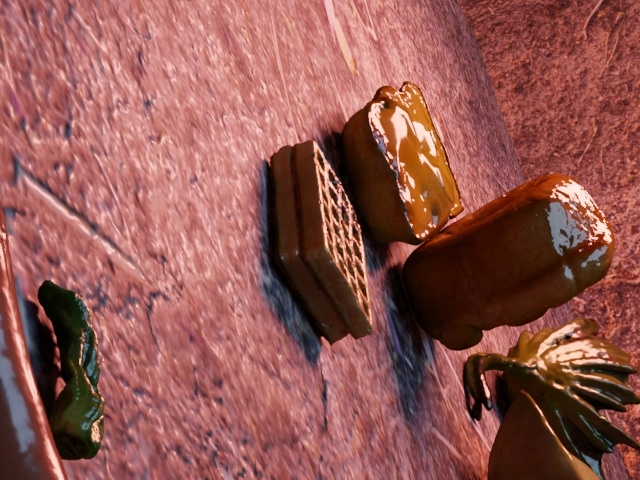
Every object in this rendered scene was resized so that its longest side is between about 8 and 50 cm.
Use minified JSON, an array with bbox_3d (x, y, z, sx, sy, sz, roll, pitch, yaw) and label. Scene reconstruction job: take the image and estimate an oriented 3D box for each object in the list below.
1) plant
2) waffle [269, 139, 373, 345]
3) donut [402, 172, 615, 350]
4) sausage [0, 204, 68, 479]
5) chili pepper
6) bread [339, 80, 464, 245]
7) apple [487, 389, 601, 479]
[{"bbox_3d":[0.281,0.155,1.590,0.333,0.180,0.251,48,13,-46],"label":"plant"},{"bbox_3d":[0.000,0.000,0.999,0.148,0.042,0.102,-95,158,-52],"label":"waffle"},{"bbox_3d":[0.191,0.020,1.323,0.114,0.226,0.226,60,14,-3],"label":"donut"},{"bbox_3d":[-0.116,0.057,0.463,0.040,0.047,0.177,7,60,-56],"label":"sausage"},{"bbox_3d":[-0.104,0.056,0.549,0.034,0.030,0.091,23,38,-35],"label":"chili pepper"},{"bbox_3d":[0.081,-0.077,1.339,0.161,0.088,0.233,63,17,-1],"label":"bread"},{"bbox_3d":[0.235,0.267,1.335,0.265,0.120,0.193,54,7,-50],"label":"apple"}]
